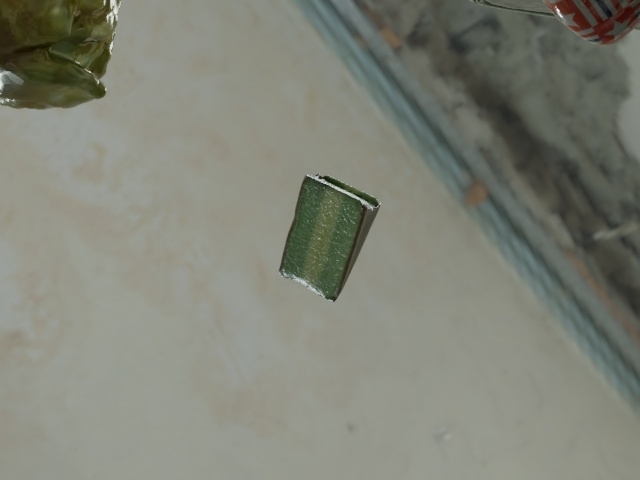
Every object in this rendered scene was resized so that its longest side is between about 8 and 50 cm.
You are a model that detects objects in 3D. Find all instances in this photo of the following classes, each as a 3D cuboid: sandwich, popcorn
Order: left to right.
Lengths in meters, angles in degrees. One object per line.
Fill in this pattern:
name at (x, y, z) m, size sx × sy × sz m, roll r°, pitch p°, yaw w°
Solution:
popcorn at (-0.321, -0.246, 1.667) m, size 0.276 × 0.276 × 0.225 m, roll 28°, pitch -130°, yaw -34°
sandwich at (0.000, 0.000, 1.676) m, size 0.074 × 0.116 × 0.074 m, roll 25°, pitch -170°, yaw 10°

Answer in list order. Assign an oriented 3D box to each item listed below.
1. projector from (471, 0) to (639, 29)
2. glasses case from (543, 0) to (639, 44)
projector at (0.263, -0.317, 1.365) m, size 0.249 × 0.248 × 0.249 m, roll 5°, pitch -96°, yaw -26°
glasses case at (0.198, -0.197, 0.949) m, size 0.073 × 0.194 × 0.049 m, roll 32°, pitch -167°, yaw -30°
